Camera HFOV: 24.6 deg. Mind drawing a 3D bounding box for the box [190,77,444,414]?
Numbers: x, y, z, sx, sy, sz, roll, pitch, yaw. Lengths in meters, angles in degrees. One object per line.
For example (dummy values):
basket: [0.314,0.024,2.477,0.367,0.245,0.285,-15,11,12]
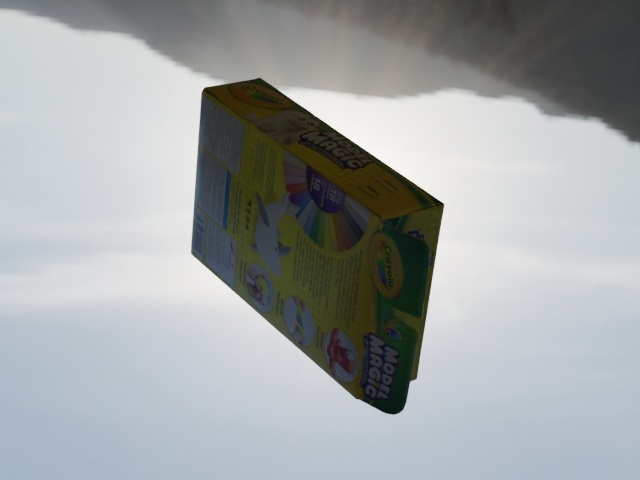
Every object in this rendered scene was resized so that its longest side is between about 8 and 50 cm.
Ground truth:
box: [0.000,0.000,0.733,0.043,0.105,0.179,-14,-144,-32]
